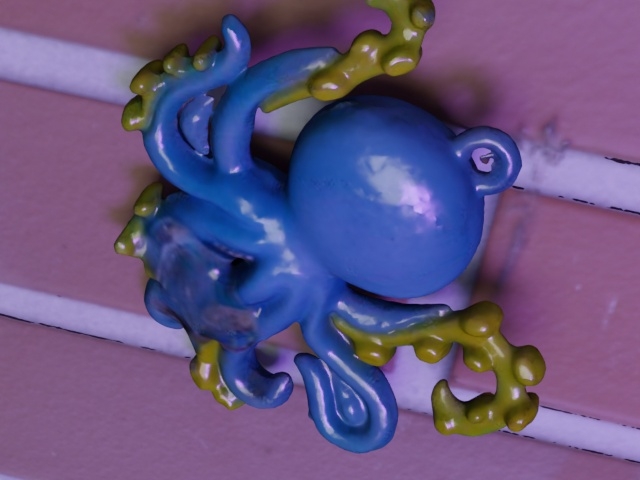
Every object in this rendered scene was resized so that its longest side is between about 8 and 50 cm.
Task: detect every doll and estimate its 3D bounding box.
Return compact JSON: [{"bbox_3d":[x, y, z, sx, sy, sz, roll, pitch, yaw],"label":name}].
[{"bbox_3d":[0.000,0.000,0.842,0.341,0.099,0.346,-19,112,37],"label":"doll"}]
